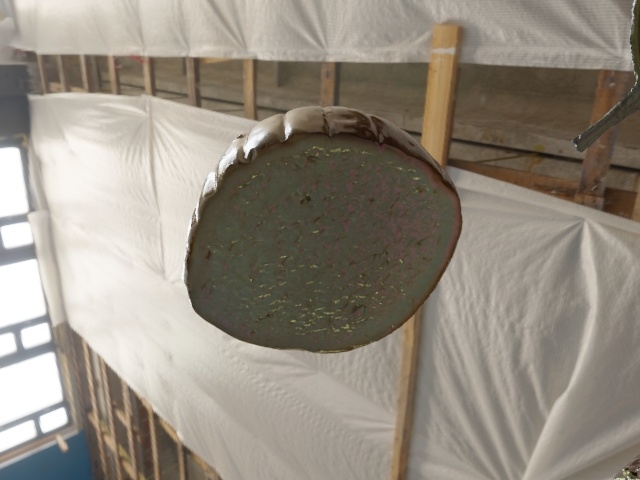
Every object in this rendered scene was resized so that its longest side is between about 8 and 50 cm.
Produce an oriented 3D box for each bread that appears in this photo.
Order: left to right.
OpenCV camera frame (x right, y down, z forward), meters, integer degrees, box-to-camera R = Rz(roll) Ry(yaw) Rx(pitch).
[{"bbox_3d":[0.000,0.000,0.447,0.070,0.236,0.236,-99,-160,-55],"label":"bread"}]

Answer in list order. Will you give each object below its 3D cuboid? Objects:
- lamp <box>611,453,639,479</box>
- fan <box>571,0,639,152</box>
[{"bbox_3d":[0.427,0.349,0.587,0.247,0.247,0.246,21,-61,44],"label":"lamp"},{"bbox_3d":[0.425,-0.213,0.609,0.229,0.335,0.011,53,-2,-15],"label":"fan"}]
